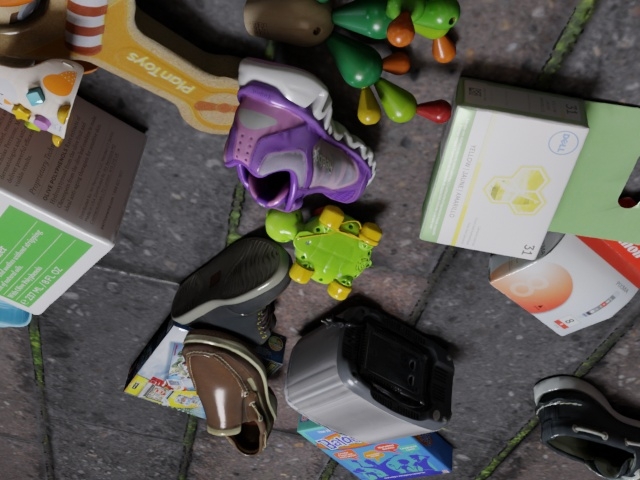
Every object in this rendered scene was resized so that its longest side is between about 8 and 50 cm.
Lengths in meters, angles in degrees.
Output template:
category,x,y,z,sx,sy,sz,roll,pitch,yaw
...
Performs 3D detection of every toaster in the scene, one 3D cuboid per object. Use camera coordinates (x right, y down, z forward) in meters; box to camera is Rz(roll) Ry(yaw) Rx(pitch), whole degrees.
category,x,y,z,sx,sy,sz,roll,pitch,yaw
toaster,0.054,0.179,1.130,0.227,0.129,0.146,29,140,-27

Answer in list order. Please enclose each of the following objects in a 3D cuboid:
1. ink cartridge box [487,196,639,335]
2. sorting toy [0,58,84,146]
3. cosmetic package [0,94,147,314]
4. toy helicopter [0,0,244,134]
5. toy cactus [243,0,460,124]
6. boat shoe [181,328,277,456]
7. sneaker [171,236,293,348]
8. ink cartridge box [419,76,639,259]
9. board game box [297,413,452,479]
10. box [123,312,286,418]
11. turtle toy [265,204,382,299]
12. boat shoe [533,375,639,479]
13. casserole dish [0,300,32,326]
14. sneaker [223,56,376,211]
category,x,y,z,sx,sy,sz,roll,pitch,yaw
ink cartridge box,0.301,0.036,0.966,0.145,0.045,0.179,34,138,-30
sorting toy,-0.235,-0.114,0.695,0.075,0.045,0.083,18,154,-14
cosmetic package,-0.382,-0.094,0.838,0.365,0.155,0.197,28,140,-25
toy helicopter,-0.198,-0.169,0.731,0.235,0.140,0.355,-32,140,32
toy cactus,0.024,-0.174,0.714,0.180,0.112,0.219,6,154,20
boat shoe,-0.114,0.210,1.139,0.095,0.095,0.257,-2,145,19
sneaker,-0.077,0.067,1.059,0.118,0.083,0.222,27,149,-30
ink cartridge box,0.227,-0.057,0.835,0.235,0.056,0.171,11,134,0
board game box,0.088,0.312,1.360,0.160,0.047,0.210,-18,135,31
box,-0.170,0.180,1.241,0.159,0.044,0.233,22,141,-18
turtle toy,0.000,0.000,0.953,0.130,0.066,0.095,25,105,-20
boat shoe,0.411,0.297,1.242,0.302,0.091,0.114,29,138,-24
casserole dish,-0.428,0.051,1.131,0.114,0.037,0.188,14,142,-7
sneaker,-0.023,-0.071,0.790,0.095,0.104,0.236,16,171,23
